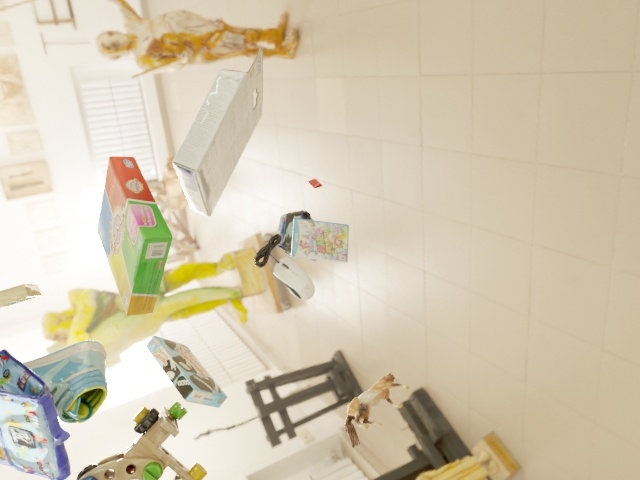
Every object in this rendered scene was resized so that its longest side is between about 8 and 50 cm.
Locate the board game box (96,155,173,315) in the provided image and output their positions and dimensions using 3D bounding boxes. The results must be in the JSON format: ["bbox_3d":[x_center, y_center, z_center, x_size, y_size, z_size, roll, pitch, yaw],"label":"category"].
[{"bbox_3d":[-0.456,-0.016,1.267,0.316,0.064,0.242,53,132,37],"label":"board game box"}]

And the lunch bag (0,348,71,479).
[{"bbox_3d":[-0.658,0.399,1.173,0.293,0.138,0.220,9,112,27],"label":"lunch bag"}]

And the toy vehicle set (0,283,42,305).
[{"bbox_3d":[-0.871,0.169,1.338,0.166,0.267,0.035,164,88,-73],"label":"toy vehicle set"}]

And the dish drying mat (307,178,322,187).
[{"bbox_3d":[-0.019,-0.193,1.776,0.083,0.032,0.008,-127,18,-63],"label":"dish drying mat"}]

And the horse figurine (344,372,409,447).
[{"bbox_3d":[0.158,0.495,1.584,0.066,0.263,0.174,57,160,-15],"label":"horse figurine"}]

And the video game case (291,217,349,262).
[{"bbox_3d":[0.000,0.000,1.546,0.015,0.166,0.119,123,152,-69],"label":"video game case"}]

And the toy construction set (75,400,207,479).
[{"bbox_3d":[-0.322,0.479,1.111,0.258,0.237,0.309,31,161,14],"label":"toy construction set"}]

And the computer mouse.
[{"bbox_3d":[-0.085,0.079,1.415,0.193,0.106,0.042,44,153,-2],"label":"computer mouse"}]

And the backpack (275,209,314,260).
[{"bbox_3d":[-0.065,-0.008,1.874,0.117,0.173,0.158,-4,66,27],"label":"backpack"}]

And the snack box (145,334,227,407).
[{"bbox_3d":[-0.504,0.490,1.973,0.322,0.060,0.187,37,179,36],"label":"snack box"}]

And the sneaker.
[{"bbox_3d":[-0.700,0.405,1.352,0.208,0.319,0.127,54,166,41],"label":"sneaker"}]

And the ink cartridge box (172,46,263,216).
[{"bbox_3d":[-0.234,-0.253,1.262,0.324,0.072,0.330,114,178,-74],"label":"ink cartridge box"}]
